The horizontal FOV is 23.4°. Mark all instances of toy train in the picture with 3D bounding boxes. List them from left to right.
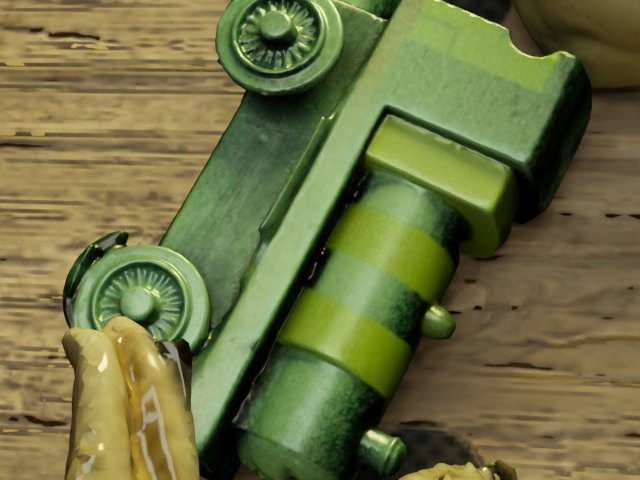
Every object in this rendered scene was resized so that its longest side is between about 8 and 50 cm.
[{"bbox_3d":[0.000,0.000,0.549,0.132,0.083,0.200,24,77,14],"label":"toy train"}]

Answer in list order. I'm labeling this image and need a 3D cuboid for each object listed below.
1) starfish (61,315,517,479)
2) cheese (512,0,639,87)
[{"bbox_3d":[0.018,0.232,0.336,0.082,0.324,0.432,-26,54,23],"label":"starfish"},{"bbox_3d":[0.119,-0.182,0.588,0.159,0.093,0.263,-23,70,5],"label":"cheese"}]
